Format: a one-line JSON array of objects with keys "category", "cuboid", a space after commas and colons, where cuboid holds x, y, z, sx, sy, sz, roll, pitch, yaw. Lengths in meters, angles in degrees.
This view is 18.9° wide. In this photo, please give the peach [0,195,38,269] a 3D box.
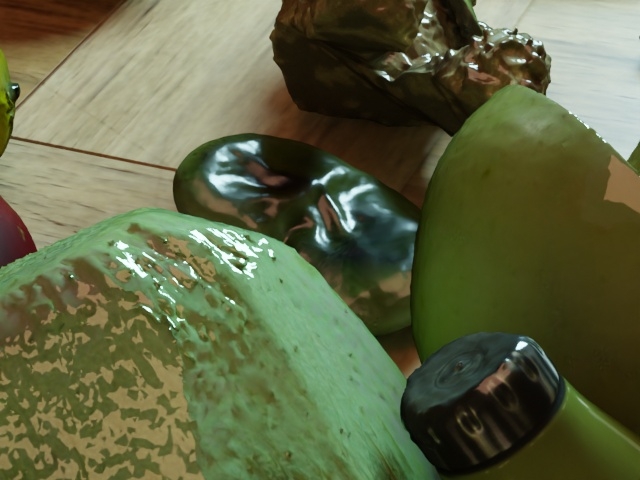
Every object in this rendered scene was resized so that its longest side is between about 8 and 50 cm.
[{"category": "peach", "cuboid": [-0.266, 0.062, 1.135, 0.243, 0.199, 0.243, -41, 20, 19]}]

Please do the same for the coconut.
[{"category": "coconut", "cuboid": [-0.081, 0.161, 0.907, 0.328, 0.328, 0.281, -40, 12, -35]}]

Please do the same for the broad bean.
[{"category": "broad bean", "cuboid": [0.000, -0.002, 1.287, 0.207, 0.072, 0.153, 25, 49, 19]}]

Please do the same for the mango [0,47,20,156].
[{"category": "mango", "cuboid": [-0.334, -0.067, 1.369, 0.167, 0.130, 0.262, 18, 48, 37]}]

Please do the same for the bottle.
[{"category": "bottle", "cuboid": [0.133, 0.154, 0.885, 0.112, 0.260, 0.112, -32, 19, 12]}]

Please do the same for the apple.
[{"category": "apple", "cuboid": [0.189, 0.029, 1.033, 0.292, 0.292, 0.254, -17, 14, -13]}]

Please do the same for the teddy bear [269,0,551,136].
[{"category": "teddy bear", "cuboid": [0.080, -0.186, 1.387, 0.222, 0.246, 0.296, -59, 18, -13]}]
